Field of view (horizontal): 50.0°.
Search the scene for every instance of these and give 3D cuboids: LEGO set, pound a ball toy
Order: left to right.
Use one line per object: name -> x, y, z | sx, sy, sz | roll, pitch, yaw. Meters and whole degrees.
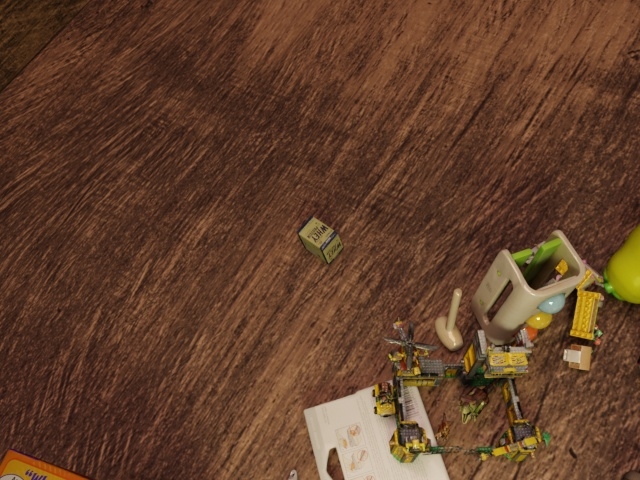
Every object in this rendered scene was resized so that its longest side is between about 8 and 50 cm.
LEGO set -> 0.271, 0.284, 1.282 | 0.331, 0.192, 0.255 | 7, 56, 0
pound a ball toy -> 0.363, 0.133, 1.344 | 0.208, 0.319, 0.136 | -19, 65, -12
LEGO set -> 0.539, 0.124, 1.424 | 0.132, 0.107, 0.287 | -37, 56, 34

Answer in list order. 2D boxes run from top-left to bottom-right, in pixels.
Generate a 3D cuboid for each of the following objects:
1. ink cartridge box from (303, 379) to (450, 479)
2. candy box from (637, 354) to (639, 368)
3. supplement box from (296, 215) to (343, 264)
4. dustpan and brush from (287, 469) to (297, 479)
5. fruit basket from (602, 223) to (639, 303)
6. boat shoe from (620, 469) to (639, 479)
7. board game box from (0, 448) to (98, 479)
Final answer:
ink cartridge box -> 0.116, 0.431, 1.359 | 0.238, 0.060, 0.275 | -19, 58, 4
candy box -> 0.733, 0.252, 1.260 | 0.233, 0.071, 0.159 | -19, 58, 8
supplement box -> 0.000, 0.000, 1.625 | 0.083, 0.083, 0.056 | 34, 75, 27
dustpan and brush -> -0.075, 0.552, 1.341 | 0.147, 0.060, 0.211 | -14, 57, 31
fruit basket -> 0.748, 0.013, 1.314 | 0.283, 0.392, 0.392 | 21, 62, -15
boat shoe -> 0.615, 0.541, 1.113 | 0.130, 0.132, 0.355 | -44, 61, 3
board game box -> -0.400, 0.627, 1.206 | 0.356, 0.356, 0.356 | 12, 64, 21
